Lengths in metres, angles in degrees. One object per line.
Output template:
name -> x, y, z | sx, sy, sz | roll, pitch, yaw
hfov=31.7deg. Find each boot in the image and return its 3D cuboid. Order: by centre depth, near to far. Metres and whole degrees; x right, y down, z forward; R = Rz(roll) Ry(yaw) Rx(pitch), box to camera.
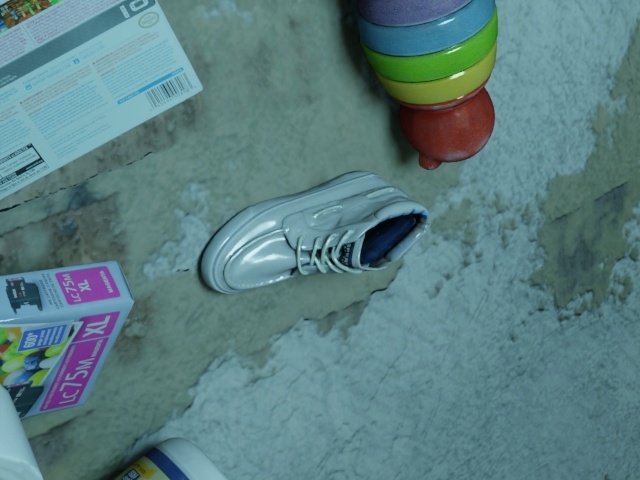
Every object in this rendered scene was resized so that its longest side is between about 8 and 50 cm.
boot -> 0.000, 0.000, 1.271 | 0.258, 0.123, 0.095 | -29, 124, -25

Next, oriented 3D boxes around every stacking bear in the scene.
stacking bear -> 0.123, -0.214, 1.259 | 0.175, 0.164, 0.289 | -37, 132, -19

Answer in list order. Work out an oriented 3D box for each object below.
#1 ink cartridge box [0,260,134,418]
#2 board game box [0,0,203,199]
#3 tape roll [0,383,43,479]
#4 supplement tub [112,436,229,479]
ink cartridge box -> -0.344, 0.113, 1.044 | 0.311, 0.065, 0.186 | -6, 143, -35
board game box -> -0.264, -0.202, 0.930 | 0.224, 0.097, 0.303 | -29, 137, -3
tape roll -> -0.399, 0.236, 1.011 | 0.286, 0.100, 0.286 | -24, 149, -15
supplement tub -> -0.208, 0.392, 1.216 | 0.316, 0.228, 0.228 | -38, 128, -18
